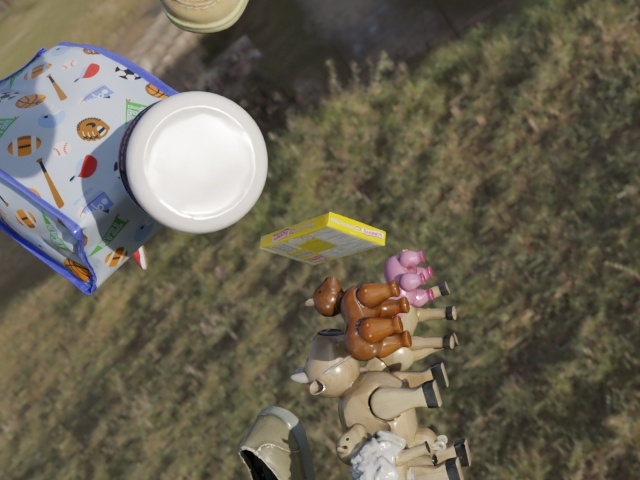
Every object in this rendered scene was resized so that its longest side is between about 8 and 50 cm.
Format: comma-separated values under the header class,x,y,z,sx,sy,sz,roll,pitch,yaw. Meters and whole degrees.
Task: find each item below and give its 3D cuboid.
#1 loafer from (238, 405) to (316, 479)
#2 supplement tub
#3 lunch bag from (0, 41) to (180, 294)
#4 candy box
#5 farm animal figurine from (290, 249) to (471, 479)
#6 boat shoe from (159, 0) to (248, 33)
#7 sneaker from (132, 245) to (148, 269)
class,x,y,z,sx,sy,sz,roll,pitch,yaw
loafer,-0.047,0.332,1.390,0.094,0.251,0.087,-8,16,43
supplement tub,-0.189,-0.112,1.609,0.191,0.191,0.272,-42,13,-7
lunch bag,-0.417,-0.148,1.887,0.385,0.239,0.328,33,58,19
candy box,0.000,0.000,1.746,0.206,0.105,0.027,-17,61,55
farm animal figurine,0.066,0.175,1.352,0.172,0.326,0.330,-15,-11,17
boat shoe,-0.102,-0.322,0.962,0.105,0.285,0.089,0,-7,4
sneaker,-0.363,0.005,2.077,0.067,0.118,0.042,-19,1,-7
